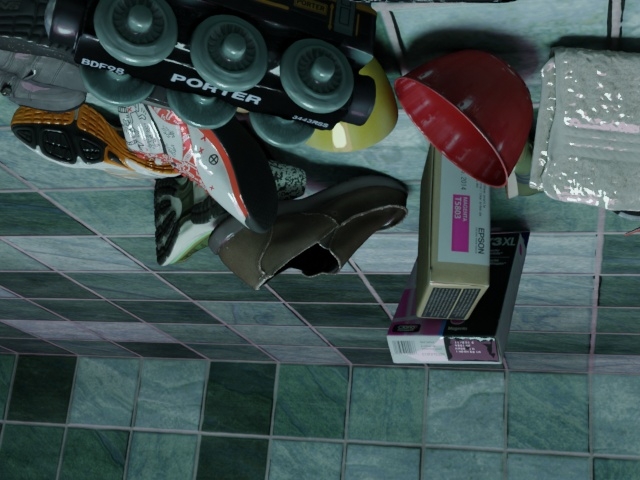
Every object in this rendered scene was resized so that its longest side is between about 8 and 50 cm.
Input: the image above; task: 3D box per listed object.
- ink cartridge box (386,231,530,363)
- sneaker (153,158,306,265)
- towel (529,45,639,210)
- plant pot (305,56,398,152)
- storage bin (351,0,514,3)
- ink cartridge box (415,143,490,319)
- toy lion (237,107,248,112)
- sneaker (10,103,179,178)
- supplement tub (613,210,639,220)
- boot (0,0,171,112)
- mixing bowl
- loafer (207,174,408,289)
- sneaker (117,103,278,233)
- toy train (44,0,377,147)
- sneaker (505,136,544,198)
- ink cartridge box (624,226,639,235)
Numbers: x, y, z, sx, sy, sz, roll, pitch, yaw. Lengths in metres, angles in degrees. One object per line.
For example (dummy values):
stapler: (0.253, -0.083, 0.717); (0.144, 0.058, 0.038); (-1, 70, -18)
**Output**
ink cartridge box: (0.243, 0.069, 1.532); (0.175, 0.371, 0.069); (-3, 120, 23)
sneaker: (-0.158, -0.044, 1.513); (0.182, 0.158, 0.410); (6, 165, -29)
towel: (0.391, -0.127, 1.057); (0.282, 0.187, 0.049); (4, -159, 9)
plant pot: (0.025, -0.186, 1.091); (0.134, 0.134, 0.095); (2, 136, 9)
storage bin: (0.101, -0.283, 0.819); (0.180, 0.084, 0.122); (2, 161, 8)
ink cartridge box: (0.194, -0.018, 1.339); (0.088, 0.235, 0.193); (5, 162, 1)
toy lion: (-0.059, -0.190, 1.222); (0.096, 0.034, 0.100); (9, 162, -34)
sneaker: (-0.330, -0.135, 1.359); (0.262, 0.099, 0.121); (13, 164, -20)
supplement tub: (0.426, -0.109, 1.193); (0.117, 0.117, 0.190); (0, 161, 16)
boot: (-0.292, -0.216, 1.112); (0.338, 0.118, 0.223); (20, 162, -9)
mixing bowl: (0.185, -0.161, 1.082); (0.181, 0.098, 0.181); (43, 175, 5)
loafer: (0.000, 0.000, 1.422); (0.366, 0.130, 0.134); (-17, 162, -33)
sneaker: (-0.171, -0.119, 1.260); (0.145, 0.090, 0.270); (-4, 131, 33)
toy train: (-0.095, -0.216, 0.904); (0.334, 0.190, 0.142); (13, 160, -18)
sneaker: (0.307, -0.116, 1.300); (0.086, 0.064, 0.192); (-6, 160, 9)
ink cartridge box: (0.590, -0.057, 1.220); (0.239, 0.060, 0.275); (-23, 176, -29)
